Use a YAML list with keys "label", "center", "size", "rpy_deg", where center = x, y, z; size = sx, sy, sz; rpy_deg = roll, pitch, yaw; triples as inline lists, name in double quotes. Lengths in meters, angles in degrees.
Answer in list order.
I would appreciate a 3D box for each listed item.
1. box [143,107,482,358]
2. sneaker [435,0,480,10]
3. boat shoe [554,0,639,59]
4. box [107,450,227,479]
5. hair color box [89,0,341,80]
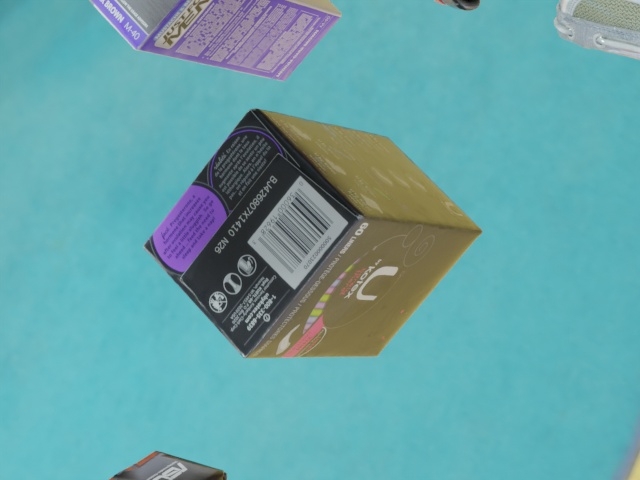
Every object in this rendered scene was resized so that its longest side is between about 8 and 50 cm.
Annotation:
- label: "box"
  center: [0.000, 0.000, 1.685]
  size: [0.143, 0.270, 0.165]
  rpy_deg: [46, 107, 21]
- label: "sneaker"
  center: [0.131, -0.259, 1.555]
  size: [0.065, 0.061, 0.158]
  rpy_deg: [-130, 43, -57]
- label: "boat shoe"
  center: [0.326, -0.151, 1.456]
  size: [0.320, 0.118, 0.103]
  rpy_deg: [23, 129, 21]
- label: "box"
  center: [-0.222, 0.401, 1.699]
  size: [0.097, 0.395, 0.318]
  rpy_deg: [13, 109, 25]
- label: "hair color box"
  center: [-0.130, -0.269, 1.925]
  size: [0.110, 0.339, 0.185]
  rpy_deg: [-47, 72, 14]
